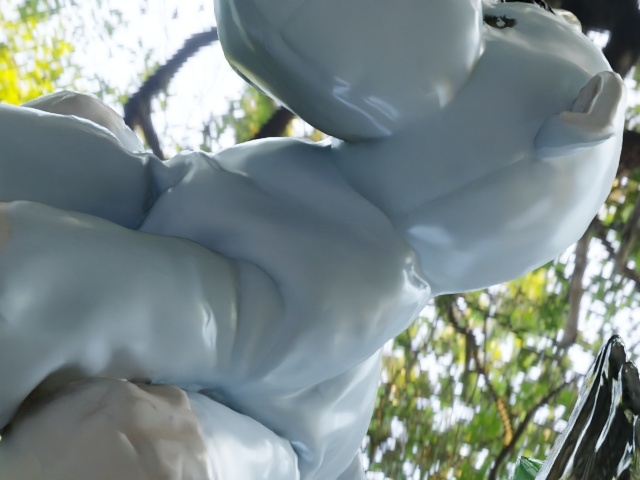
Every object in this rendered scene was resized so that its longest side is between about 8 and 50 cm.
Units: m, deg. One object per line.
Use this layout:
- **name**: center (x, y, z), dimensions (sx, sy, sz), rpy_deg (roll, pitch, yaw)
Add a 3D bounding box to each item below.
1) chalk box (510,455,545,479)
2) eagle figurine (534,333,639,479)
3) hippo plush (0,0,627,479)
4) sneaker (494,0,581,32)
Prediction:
- **chalk box**: center (0.187, 0.241, 0.789), dimensions (0.180, 0.289, 0.179), rpy_deg (15, -82, -16)
- **eagle figurine**: center (0.060, 0.192, 0.434), dimensions (0.225, 0.298, 0.226), rpy_deg (-24, -155, 27)
- **hippo plush**: center (0.000, 0.000, 0.516), dimensions (0.236, 0.234, 0.294), rpy_deg (-41, -80, 14)
- **sneaker**: center (0.141, -0.140, 0.931), dimensions (0.109, 0.043, 0.040), rpy_deg (-17, -122, -46)
